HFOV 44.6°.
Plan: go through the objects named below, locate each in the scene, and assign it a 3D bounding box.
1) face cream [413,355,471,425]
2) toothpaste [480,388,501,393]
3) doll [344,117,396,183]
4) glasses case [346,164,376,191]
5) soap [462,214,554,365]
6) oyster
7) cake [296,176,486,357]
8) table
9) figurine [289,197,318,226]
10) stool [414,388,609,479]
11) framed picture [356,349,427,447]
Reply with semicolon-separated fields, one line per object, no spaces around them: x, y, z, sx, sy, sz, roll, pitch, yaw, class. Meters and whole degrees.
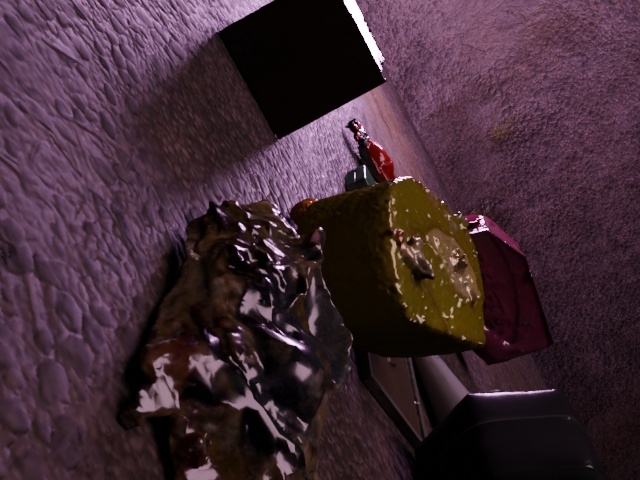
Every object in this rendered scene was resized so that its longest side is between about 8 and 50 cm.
0.209;0.267;1.196;0.143;0.089;0.314;46;12;-51;face cream
0.358;0.411;1.517;0.089;0.057;0.234;33;42;-65;toothpaste
0.110;-0.174;1.603;0.169;0.057;0.109;61;17;-15;doll
0.105;-0.043;1.401;0.184;0.039;0.078;58;15;-23;glasses case
0.348;0.097;1.654;0.127;0.220;0.324;-80;150;-77;soap
-0.029;0.094;0.617;0.361;0.096;0.221;-84;152;-60;oyster
0.093;0.036;0.909;0.260;0.156;0.179;26;60;-53;cake
-0.013;-0.271;1.119;0.172;0.169;0.193;61;14;-15;table
0.000;0.000;0.961;0.064;0.047;0.109;-33;104;-52;figurine
0.233;0.294;0.946;0.232;0.232;0.141;55;16;-33;stool
0.092;0.144;1.075;0.189;0.023;0.260;54;18;-35;framed picture
